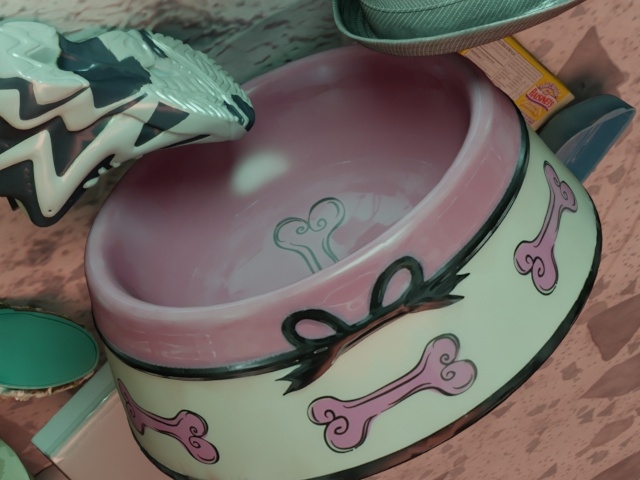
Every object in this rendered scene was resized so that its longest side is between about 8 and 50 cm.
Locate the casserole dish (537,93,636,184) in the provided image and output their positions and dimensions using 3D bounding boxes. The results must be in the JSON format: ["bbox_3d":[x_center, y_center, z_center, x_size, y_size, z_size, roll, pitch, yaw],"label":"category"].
[{"bbox_3d":[0.240,-0.084,1.830,0.114,0.037,0.188,-23,157,-34],"label":"casserole dish"}]

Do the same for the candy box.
[{"bbox_3d":[0.155,-0.138,1.700,0.105,0.027,0.206,-42,150,11],"label":"candy box"}]

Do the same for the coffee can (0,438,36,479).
[{"bbox_3d":[-0.324,0.313,1.741,0.201,0.201,0.275,-30,150,-5],"label":"coffee can"}]

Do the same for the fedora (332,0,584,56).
[{"bbox_3d":[0.119,-0.252,1.341,0.275,0.244,0.124,-25,122,4],"label":"fedora"}]

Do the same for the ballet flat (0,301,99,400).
[{"bbox_3d":[-0.309,0.103,1.581,0.241,0.091,0.077,-2,169,-37],"label":"ballet flat"}]

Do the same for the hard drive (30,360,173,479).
[{"bbox_3d":[-0.112,0.125,1.714,0.307,0.040,0.203,-47,145,-12],"label":"hard drive"}]

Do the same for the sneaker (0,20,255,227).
[{"bbox_3d":[-0.174,-0.077,1.403,0.235,0.094,0.153,-1,140,-44],"label":"sneaker"}]

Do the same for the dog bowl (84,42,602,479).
[{"bbox_3d":[0.000,0.000,1.416,0.408,0.408,0.150,-31,121,-3],"label":"dog bowl"}]

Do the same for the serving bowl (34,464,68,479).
[{"bbox_3d":[-0.263,0.259,1.898,0.083,0.027,0.083,-24,149,-15],"label":"serving bowl"}]
